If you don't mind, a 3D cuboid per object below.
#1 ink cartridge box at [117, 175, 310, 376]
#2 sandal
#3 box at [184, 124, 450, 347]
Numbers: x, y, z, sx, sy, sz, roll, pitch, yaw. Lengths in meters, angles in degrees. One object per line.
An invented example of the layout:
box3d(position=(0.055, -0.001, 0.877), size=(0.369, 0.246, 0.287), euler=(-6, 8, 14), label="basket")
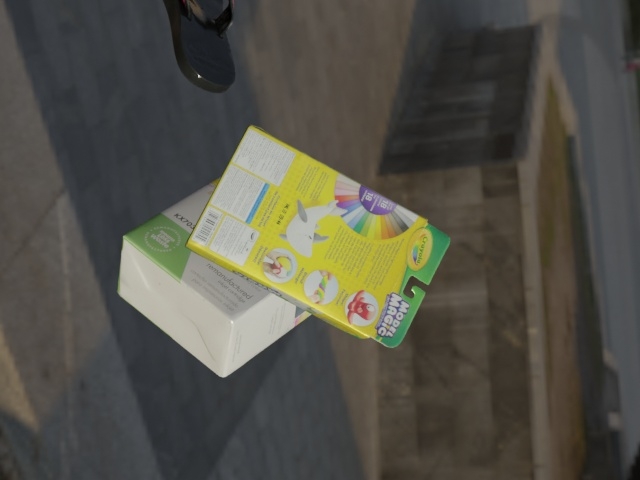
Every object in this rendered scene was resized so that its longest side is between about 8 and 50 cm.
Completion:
box3d(position=(-0.075, 0.006, 1.833), size=(0.353, 0.207, 0.119), euler=(-35, 150, -38), label="ink cartridge box")
box3d(position=(-0.092, -0.189, 1.052), size=(0.067, 0.040, 0.179), euler=(16, 42, -36), label="sandal")
box3d(position=(0.000, 0.000, 1.029), size=(0.105, 0.179, 0.043), euler=(-62, -176, -9), label="box")
